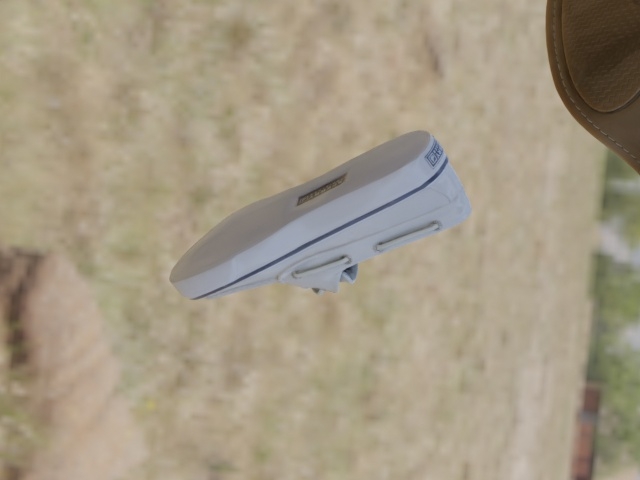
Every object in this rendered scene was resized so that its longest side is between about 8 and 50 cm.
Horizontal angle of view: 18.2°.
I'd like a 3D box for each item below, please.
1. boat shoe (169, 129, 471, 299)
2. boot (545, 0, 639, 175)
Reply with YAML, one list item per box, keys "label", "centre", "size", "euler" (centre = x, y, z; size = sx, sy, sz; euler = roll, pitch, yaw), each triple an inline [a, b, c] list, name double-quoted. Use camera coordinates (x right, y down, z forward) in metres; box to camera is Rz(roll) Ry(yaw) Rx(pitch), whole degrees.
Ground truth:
- label: "boat shoe"
  centre: [0.000, 0.000, 1.658]
  size: [0.088, 0.267, 0.096]
  euler: [56, 20, -21]
- label: "boot"
  centre: [0.290, -0.091, 1.493]
  size: [0.220, 0.109, 0.283]
  euler: [10, 46, -54]
